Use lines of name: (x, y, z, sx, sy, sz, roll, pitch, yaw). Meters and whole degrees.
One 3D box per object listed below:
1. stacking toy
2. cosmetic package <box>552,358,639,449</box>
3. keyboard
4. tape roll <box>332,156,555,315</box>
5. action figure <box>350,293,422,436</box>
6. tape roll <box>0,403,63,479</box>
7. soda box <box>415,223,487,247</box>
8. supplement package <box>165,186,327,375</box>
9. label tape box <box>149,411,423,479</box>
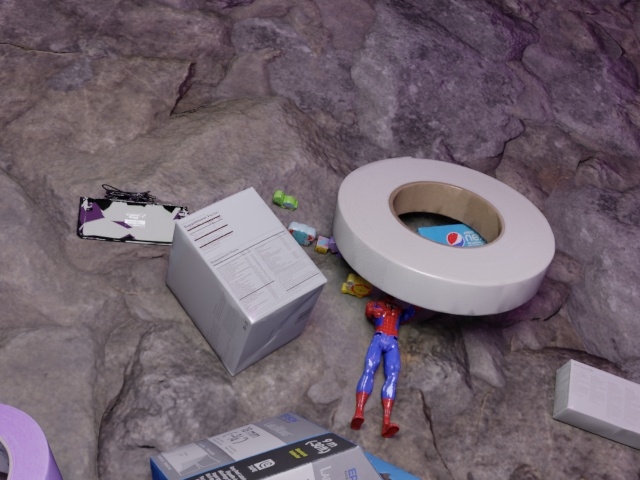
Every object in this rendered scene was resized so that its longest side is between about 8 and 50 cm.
stacking toy: (0.000, 0.000, 1.358, 0.221, 0.052, 0.166, 17, 54, -4)
cosmetic package: (0.533, 0.301, 1.306, 0.239, 0.060, 0.098, 21, 56, -2)
keyboard: (-0.326, -0.042, 1.311, 0.192, 0.038, 0.100, 6, 79, -14)
tape roll: (0.214, -0.022, 1.313, 0.392, 0.072, 0.392, 7, 36, -5)
action figure: (0.118, 0.166, 1.234, 0.092, 0.139, 0.280, 16, 52, -7)
tape roll: (-0.463, 0.329, 0.911, 0.275, 0.090, 0.274, -3, 34, 2)
soda box: (0.280, 0.013, 1.421, 0.210, 0.067, 0.071, -5, 58, -20)
supplement package: (-0.125, 0.066, 1.189, 0.149, 0.194, 0.203, -28, 69, -31)
label tape box: (-0.040, 0.316, 1.011, 0.334, 0.241, 0.105, -12, 93, -23)
